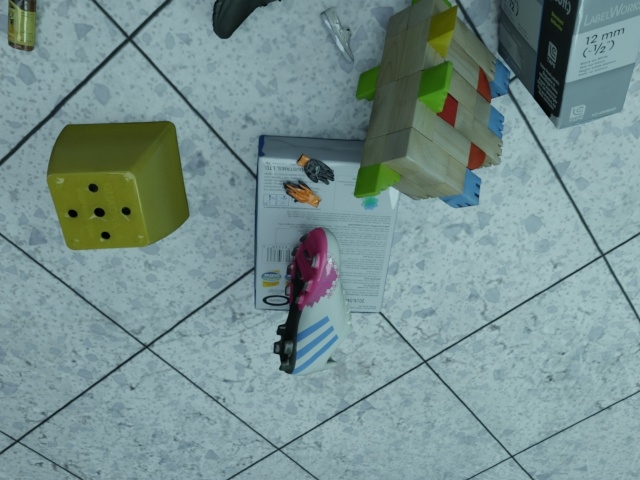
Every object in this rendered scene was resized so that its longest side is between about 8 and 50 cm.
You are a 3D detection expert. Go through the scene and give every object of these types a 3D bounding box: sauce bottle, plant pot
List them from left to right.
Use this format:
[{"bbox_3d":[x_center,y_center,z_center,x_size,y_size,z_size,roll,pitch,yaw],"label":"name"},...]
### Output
[{"bbox_3d":[-0.501,-0.388,0.815,0.042,0.042,0.128,13,114,-11],"label":"sauce bottle"},{"bbox_3d":[-0.380,-0.090,0.899,0.212,0.187,0.212,-2,118,-2],"label":"plant pot"}]

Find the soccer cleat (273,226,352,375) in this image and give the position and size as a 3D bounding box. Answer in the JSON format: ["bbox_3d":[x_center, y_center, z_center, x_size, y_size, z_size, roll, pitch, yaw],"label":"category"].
[{"bbox_3d":[0.005,0.120,0.928,0.143,0.116,0.331,2,121,-22],"label":"soccer cleat"}]

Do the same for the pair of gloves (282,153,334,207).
[{"bbox_3d":[-0.020,-0.104,0.851,0.074,0.010,0.083,28,110,-15],"label":"pair of gloves"}]

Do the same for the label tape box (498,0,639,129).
[{"bbox_3d":[0.359,-0.378,0.702,0.115,0.249,0.347,-16,140,7],"label":"label tape box"}]

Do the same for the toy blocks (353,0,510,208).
[{"bbox_3d":[0.215,-0.209,0.834,0.261,0.191,0.381,24,71,-37],"label":"toy blocks"}]

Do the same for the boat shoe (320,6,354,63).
[{"bbox_3d":[0.039,-0.368,0.868,0.035,0.035,0.100,-29,110,14],"label":"boat shoe"}]

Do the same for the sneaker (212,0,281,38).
[{"bbox_3d":[-0.070,-0.437,0.787,0.130,0.109,0.286,34,113,-26],"label":"sneaker"}]

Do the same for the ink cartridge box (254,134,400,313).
[{"bbox_3d":[0.000,0.000,0.994,0.270,0.151,0.395,3,116,-5],"label":"ink cartridge box"}]
